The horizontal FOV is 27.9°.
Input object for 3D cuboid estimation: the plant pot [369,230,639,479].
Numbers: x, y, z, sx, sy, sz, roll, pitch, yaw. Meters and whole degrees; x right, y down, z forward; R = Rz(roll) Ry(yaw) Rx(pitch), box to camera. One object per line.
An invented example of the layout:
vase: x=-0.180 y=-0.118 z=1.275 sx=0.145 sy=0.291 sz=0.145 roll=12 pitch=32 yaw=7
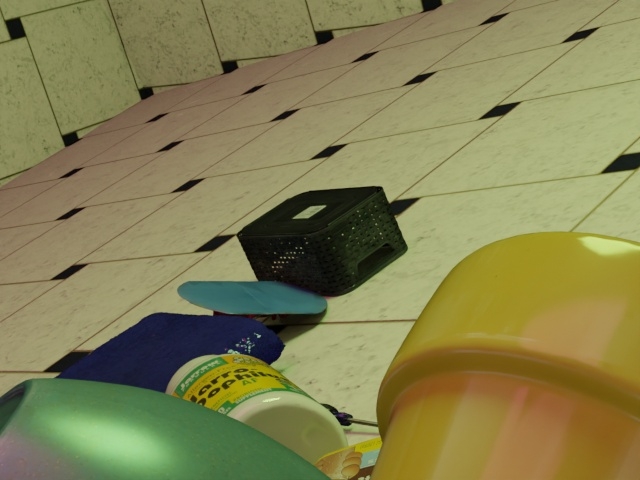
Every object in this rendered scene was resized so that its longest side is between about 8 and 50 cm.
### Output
plant pot: x=0.114 y=0.164 z=0.622 sx=0.254 sy=0.254 sz=0.239 roll=-5 pitch=39 yaw=48

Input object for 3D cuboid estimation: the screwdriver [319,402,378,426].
screwdriver: x=0.037 y=0.158 z=1.121 sx=0.170 sy=0.024 sz=0.025 roll=0 pitch=-1 yaw=42

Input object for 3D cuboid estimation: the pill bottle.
pill bottle: x=-0.064 y=0.159 z=1.070 sx=0.118 sy=0.117 sz=0.208 roll=-28 pitch=16 yaw=-14

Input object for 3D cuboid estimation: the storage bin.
storage bin: x=0.000 y=0.000 z=1.547 sx=0.122 sy=0.084 sz=0.180 roll=-34 pitch=18 yaw=-32

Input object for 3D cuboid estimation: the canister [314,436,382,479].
canister: x=0.035 y=0.203 z=0.877 sx=0.126 sy=0.073 sz=0.170 roll=-20 pitch=15 yaw=17

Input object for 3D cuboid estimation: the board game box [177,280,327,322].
board game box: x=-0.077 y=0.078 z=1.442 sx=0.169 sy=0.033 sz=0.133 roll=1 pitch=13 yaw=-24

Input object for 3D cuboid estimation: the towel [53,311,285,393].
towel: x=-0.203 y=0.180 z=1.299 sx=0.228 sy=0.076 sz=0.308 roll=1 pitch=29 yaw=44

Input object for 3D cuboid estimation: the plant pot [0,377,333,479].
plant pot: x=-0.149 y=0.197 z=0.775 sx=0.290 sy=0.195 sz=0.290 roll=-42 pitch=14 yaw=13
